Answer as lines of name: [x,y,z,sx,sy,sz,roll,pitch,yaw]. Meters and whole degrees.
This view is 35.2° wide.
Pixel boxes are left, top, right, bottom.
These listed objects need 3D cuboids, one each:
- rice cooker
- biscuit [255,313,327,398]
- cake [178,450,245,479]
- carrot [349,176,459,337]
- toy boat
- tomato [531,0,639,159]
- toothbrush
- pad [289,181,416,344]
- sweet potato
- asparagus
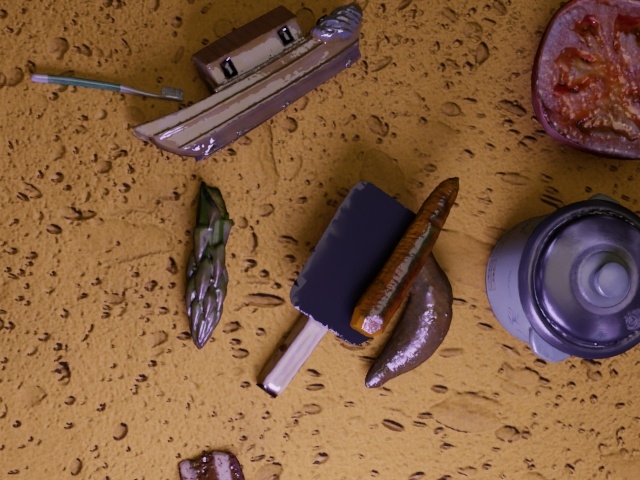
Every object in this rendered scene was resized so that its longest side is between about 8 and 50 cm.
rice cooker: [0.437,0.066,1.736,0.264,0.316,0.316,30,80,-8]
biscuit: [-0.039,0.186,1.743,0.052,0.056,0.188,37,78,-7]
cake: [-0.154,0.475,1.653,0.112,0.135,0.246,-11,88,-12]
carrot: [0.149,0.021,1.704,0.066,0.066,0.314,33,80,-8]
toy boat: [-0.119,-0.282,1.723,0.445,0.136,0.162,-34,97,-12]
tomato: [0.527,-0.286,1.865,0.338,0.144,0.338,2,80,-12]
toothbrush: [-0.362,-0.264,1.726,0.257,0.018,0.024,5,82,-12]
pad: [-0.001,-0.004,1.724,0.323,0.055,0.250,32,83,6]
sweet potato: [0.171,0.120,1.776,0.124,0.098,0.310,12,84,10]
asparagus: [-0.189,0.042,1.711,0.080,0.080,0.287,8,84,-12]
